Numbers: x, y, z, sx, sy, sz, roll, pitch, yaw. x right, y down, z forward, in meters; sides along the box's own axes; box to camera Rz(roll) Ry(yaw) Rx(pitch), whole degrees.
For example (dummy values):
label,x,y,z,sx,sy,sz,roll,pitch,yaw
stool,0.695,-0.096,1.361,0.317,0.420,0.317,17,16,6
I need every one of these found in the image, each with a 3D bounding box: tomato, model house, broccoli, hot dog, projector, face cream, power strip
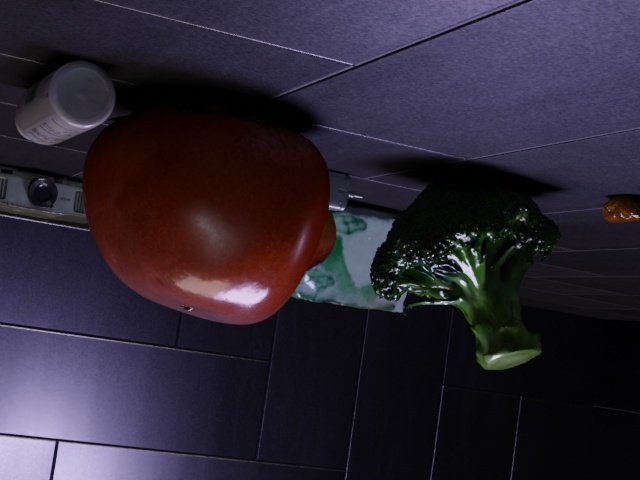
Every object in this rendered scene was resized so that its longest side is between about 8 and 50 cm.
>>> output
label,x,y,z,sx,sy,sz,roll,pitch,yaw
tomato,-0.155,-0.034,1.568,0.341,0.273,0.341,8,175,1
model house,0.000,0.000,2.398,0.267,0.194,0.325,8,-171,-31
broccoli,0.223,0.044,1.802,0.297,0.297,0.297,-17,159,-6
hot dog,0.457,-0.045,1.786,0.058,0.035,0.083,11,174,-25
projector,-0.603,-0.097,2.534,0.269,0.088,0.193,10,173,-23
face cream,-0.328,-0.164,1.493,0.081,0.082,0.269,11,174,-26
power strip,-0.047,-0.093,1.907,0.252,0.060,0.027,11,173,-24

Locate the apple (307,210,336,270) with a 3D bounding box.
label,x,y,z,sx,sy,sz,roll,pitch,yaw
apple,-0.075,-0.027,2.001,0.199,0.199,0.199,8,174,1
